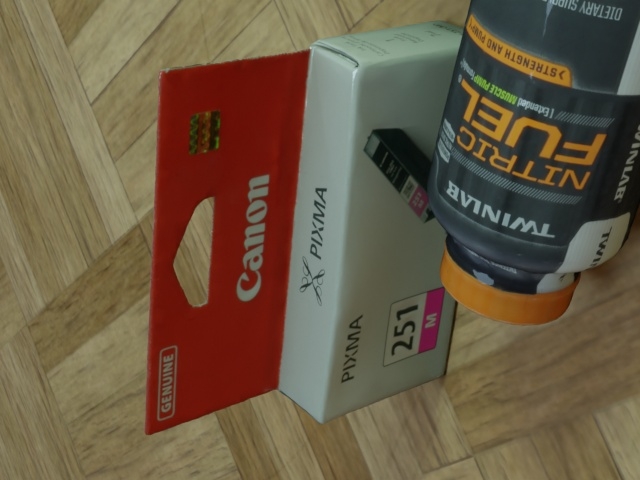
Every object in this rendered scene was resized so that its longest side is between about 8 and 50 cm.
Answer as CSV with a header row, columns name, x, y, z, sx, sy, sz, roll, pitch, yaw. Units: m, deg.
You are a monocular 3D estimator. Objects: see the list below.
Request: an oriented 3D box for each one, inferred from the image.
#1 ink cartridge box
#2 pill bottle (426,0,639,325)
name,x,y,z,sx,sy,sz,roll,pitch,yaw
ink cartridge box,0.000,0.000,0.866,0.060,0.238,0.275,31,126,41
pill bottle,0.139,-0.070,0.758,0.130,0.130,0.246,38,130,37
